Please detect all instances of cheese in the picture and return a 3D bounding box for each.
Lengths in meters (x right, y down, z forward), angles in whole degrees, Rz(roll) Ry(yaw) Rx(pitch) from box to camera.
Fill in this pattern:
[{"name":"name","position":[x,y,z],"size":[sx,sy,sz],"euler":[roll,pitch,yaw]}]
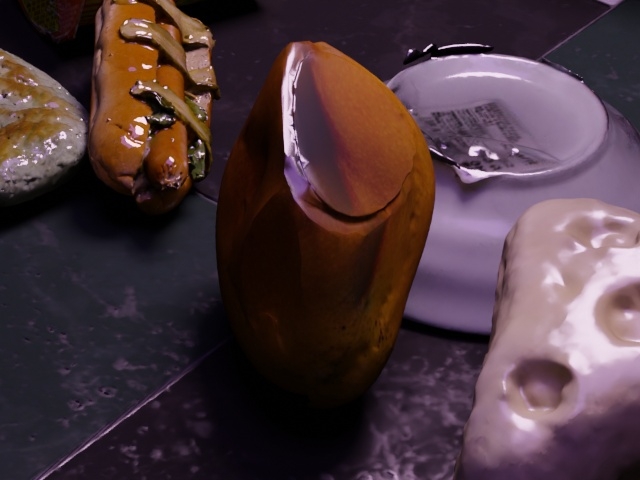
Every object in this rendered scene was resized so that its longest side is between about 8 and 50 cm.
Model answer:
[{"name":"cheese","position":[0.162,0.085,1.064],"size":[0.251,0.173,0.248],"euler":[-22,37,-12]}]

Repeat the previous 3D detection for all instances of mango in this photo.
[{"name":"mango","position":[0.000,0.000,1.159],"size":[0.136,0.166,0.236],"euler":[17,50,-19]}]

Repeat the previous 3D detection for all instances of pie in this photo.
[{"name":"pie","position":[-0.289,-0.091,1.347],"size":[0.240,0.054,0.240],"euler":[2,36,-1]}]

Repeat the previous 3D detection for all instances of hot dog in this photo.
[{"name":"hot dog","position":[-0.128,-0.114,1.361],"size":[0.109,0.072,0.269],"euler":[36,28,-31]}]

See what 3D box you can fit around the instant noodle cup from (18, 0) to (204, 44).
[{"name":"instant noodle cup","position":[-0.147,-0.274,1.527],"size":[0.212,0.193,0.193],"euler":[-9,38,-30]}]

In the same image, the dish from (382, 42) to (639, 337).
[{"name":"dish","position":[0.127,-0.062,1.312],"size":[0.316,0.106,0.316],"euler":[3,37,-2]}]
